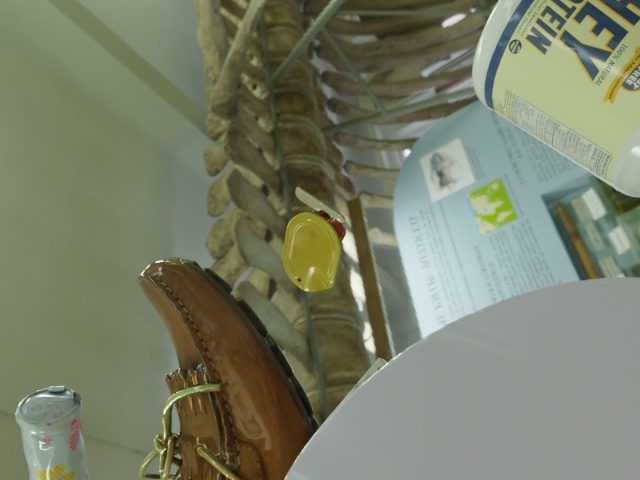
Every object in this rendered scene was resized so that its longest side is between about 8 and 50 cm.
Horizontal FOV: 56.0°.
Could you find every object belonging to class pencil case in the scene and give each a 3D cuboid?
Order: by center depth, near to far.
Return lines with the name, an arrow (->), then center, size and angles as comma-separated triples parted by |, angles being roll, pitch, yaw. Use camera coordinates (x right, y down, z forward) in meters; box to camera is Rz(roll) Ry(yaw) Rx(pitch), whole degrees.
pencil case -> -0.505, 0.417, 1.153 | 0.124, 0.113, 0.273 | -139, 47, -60

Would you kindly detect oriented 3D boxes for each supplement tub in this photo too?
supplement tub -> 0.384, -0.203, 0.759 | 0.325, 0.235, 0.235 | 42, -168, 28

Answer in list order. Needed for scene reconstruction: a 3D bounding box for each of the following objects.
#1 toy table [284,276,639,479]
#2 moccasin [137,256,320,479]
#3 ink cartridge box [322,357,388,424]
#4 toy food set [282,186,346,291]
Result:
toy table -> 0.119, 0.158, 0.336 | 0.252, 0.274, 0.161 | -105, -10, -47
moccasin -> -0.071, 0.190, 0.495 | 0.380, 0.146, 0.139 | 65, 162, 8
ink cartridge box -> 0.114, 0.344, 1.213 | 0.128, 0.176, 0.127 | 39, 174, 15
toy food set -> 0.000, 0.000, 1.205 | 0.128, 0.218, 0.071 | 27, -145, 21
